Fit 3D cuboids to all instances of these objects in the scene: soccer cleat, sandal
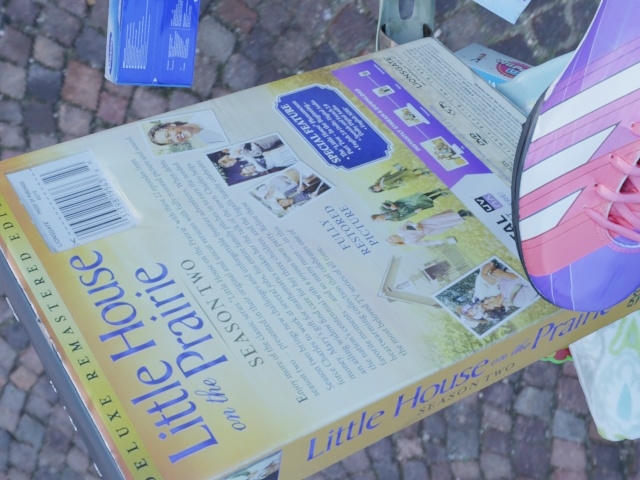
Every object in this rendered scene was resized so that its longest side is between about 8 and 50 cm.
[{"bbox_3d":[0.185,-0.072,0.507,0.109,0.116,0.318,3,125,-15],"label":"soccer cleat"},{"bbox_3d":[0.144,-0.328,1.628,0.120,0.086,0.302,-6,83,5],"label":"sandal"}]

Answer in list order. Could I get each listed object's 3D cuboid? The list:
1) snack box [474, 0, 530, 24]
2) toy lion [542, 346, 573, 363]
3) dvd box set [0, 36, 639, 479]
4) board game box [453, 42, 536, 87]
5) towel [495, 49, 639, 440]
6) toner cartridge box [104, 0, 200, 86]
[{"bbox_3d":[0.265,-0.466,1.646,0.174,0.207,0.070,27,121,-13],"label":"snack box"},{"bbox_3d":[0.194,0.072,0.868,0.100,0.034,0.096,-37,98,11],"label":"toy lion"},{"bbox_3d":[0.000,0.000,0.699,0.307,0.420,0.062,49,148,34],"label":"dvd box set"},{"bbox_3d":[0.310,-0.161,1.702,0.224,0.097,0.303,28,129,28],"label":"board game box"},{"bbox_3d":[0.344,-0.031,0.740,0.374,0.090,0.320,-18,84,31],"label":"towel"},{"bbox_3d":[-0.323,-0.481,1.904,0.075,0.165,0.347,32,119,54],"label":"toner cartridge box"}]
